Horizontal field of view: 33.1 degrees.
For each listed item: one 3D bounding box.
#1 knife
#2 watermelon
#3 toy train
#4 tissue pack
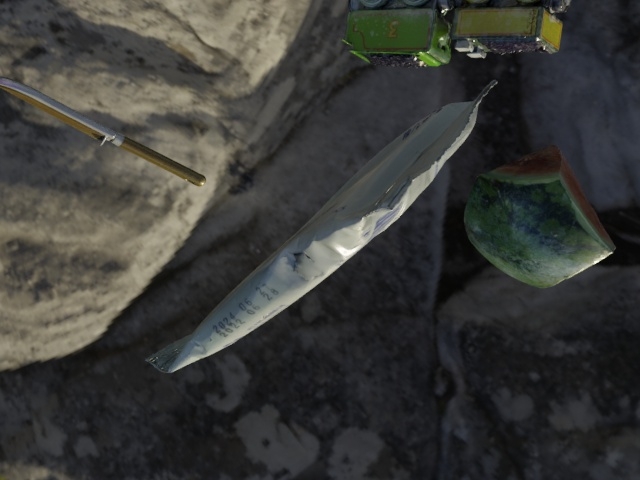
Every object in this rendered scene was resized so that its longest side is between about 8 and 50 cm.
[{"bbox_3d":[-0.243,-0.117,1.187,0.256,0.046,0.022,27,82,-20],"label":"knife"},{"bbox_3d":[0.135,-0.012,0.672,0.072,0.092,0.084,-26,97,-44],"label":"watermelon"},{"bbox_3d":[0.113,-0.188,0.918,0.060,0.202,0.081,12,85,-58],"label":"toy train"},{"bbox_3d":[0.000,0.000,0.524,0.026,0.193,0.122,49,44,-4],"label":"tissue pack"}]
